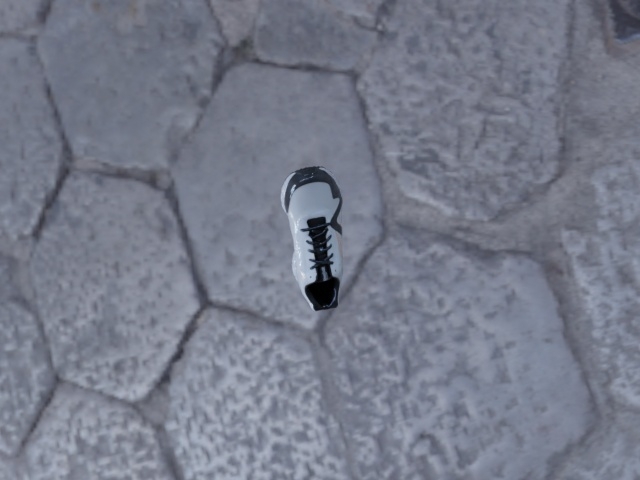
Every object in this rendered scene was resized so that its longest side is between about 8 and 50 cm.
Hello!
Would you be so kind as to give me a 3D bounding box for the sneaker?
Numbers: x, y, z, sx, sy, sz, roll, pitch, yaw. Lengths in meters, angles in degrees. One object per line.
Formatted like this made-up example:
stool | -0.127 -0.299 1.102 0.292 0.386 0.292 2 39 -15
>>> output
sneaker | 0.000 0.000 0.734 0.043 0.040 0.109 -107 6 -48
